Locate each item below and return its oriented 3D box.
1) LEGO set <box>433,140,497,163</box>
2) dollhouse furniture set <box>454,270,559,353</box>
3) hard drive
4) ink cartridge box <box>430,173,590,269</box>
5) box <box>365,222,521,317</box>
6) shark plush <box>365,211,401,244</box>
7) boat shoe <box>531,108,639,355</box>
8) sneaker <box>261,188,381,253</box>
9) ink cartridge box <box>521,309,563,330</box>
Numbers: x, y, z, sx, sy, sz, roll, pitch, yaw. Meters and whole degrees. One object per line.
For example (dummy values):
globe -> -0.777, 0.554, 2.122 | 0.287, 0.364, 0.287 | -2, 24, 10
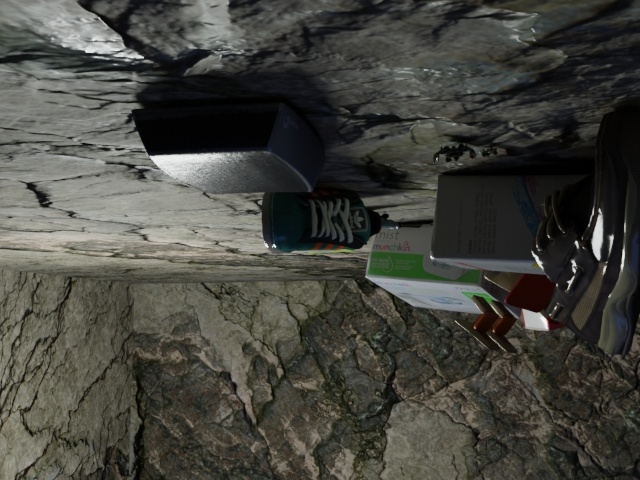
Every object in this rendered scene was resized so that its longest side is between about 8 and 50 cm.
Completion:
LEGO set -> 0.168, -0.107, 0.938 | 0.083, 0.023, 0.054 | -12, -175, -40
dollhouse furniture set -> 0.424, 0.101, 1.489 | 0.259, 0.262, 0.135 | 16, -158, -50
hard drive -> -0.090, -0.094, 0.880 | 0.172, 0.054, 0.255 | -1, 173, 9
ink cartridge box -> 0.340, -0.017, 1.137 | 0.306, 0.131, 0.226 | 4, 176, 26
box -> 0.269, 0.061, 1.652 | 0.262, 0.126, 0.231 | 4, 163, 34
shark plush -> 0.077, -0.021, 1.457 | 0.161, 0.067, 0.073 | -2, 173, 21
boat shoe -> 0.304, 0.004, 0.894 | 0.130, 0.132, 0.355 | 12, 140, 25
sneaker -> 0.008, -0.036, 1.212 | 0.121, 0.108, 0.302 | -3, -179, 20
ink cartridge box -> 0.590, 0.102, 1.864 | 0.237, 0.171, 0.100 | -11, -179, -21
